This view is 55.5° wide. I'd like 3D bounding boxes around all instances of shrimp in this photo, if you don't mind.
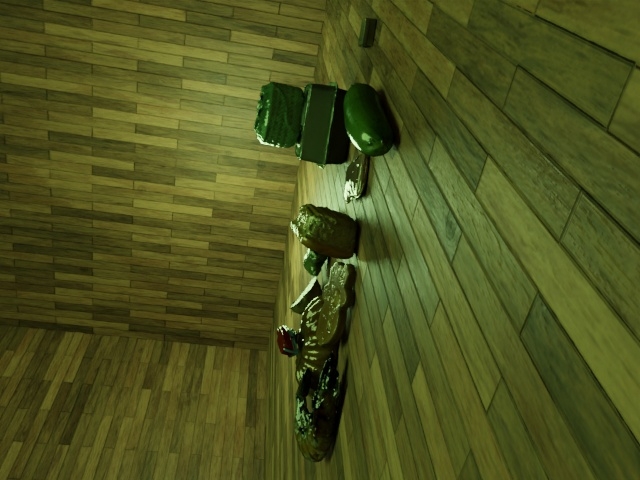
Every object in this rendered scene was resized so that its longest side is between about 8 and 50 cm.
[{"bbox_3d":[-0.019,0.451,1.716,0.233,0.071,0.364,-135,50,-55],"label":"shrimp"}]

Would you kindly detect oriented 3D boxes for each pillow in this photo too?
[{"bbox_3d":[0.101,-0.178,1.753,0.211,0.034,0.135,174,107,-80],"label":"pillow"}]

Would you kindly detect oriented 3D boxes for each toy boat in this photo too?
[{"bbox_3d":[-0.099,0.321,1.930,0.173,0.059,0.069,-135,53,-72],"label":"toy boat"}]

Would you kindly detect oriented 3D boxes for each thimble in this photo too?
[{"bbox_3d":[-0.143,-0.425,2.074,0.219,0.150,0.219,-172,90,-81],"label":"thimble"}]

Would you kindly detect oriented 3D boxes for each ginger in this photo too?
[{"bbox_3d":[0.000,0.003,2.135,0.137,0.089,0.290,-61,-10,-59],"label":"ginger"}]

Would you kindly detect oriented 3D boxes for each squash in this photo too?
[{"bbox_3d":[0.112,-0.306,1.523,0.395,0.107,0.107,-97,16,-56],"label":"squash"}]

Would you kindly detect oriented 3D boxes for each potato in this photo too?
[{"bbox_3d":[-0.020,0.203,2.181,0.172,0.089,0.100,-49,6,-41],"label":"potato"}]

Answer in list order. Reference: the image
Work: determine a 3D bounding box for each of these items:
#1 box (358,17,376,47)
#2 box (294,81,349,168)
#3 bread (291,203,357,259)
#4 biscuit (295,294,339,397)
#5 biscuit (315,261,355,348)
[{"bbox_3d":[0.141,-0.629,1.854,0.079,0.035,0.083,-114,32,-75],"label":"box"},{"bbox_3d":[0.013,-0.396,2.082,0.220,0.166,0.290,-111,29,-74],"label":"box"},{"bbox_3d":[0.012,-0.028,1.748,0.245,0.174,0.121,-127,49,-68],"label":"bread"},{"bbox_3d":[-0.016,0.329,1.906,0.326,0.107,0.325,-171,90,-79],"label":"biscuit"},{"bbox_3d":[0.045,0.182,1.706,0.184,0.035,0.248,-178,102,-70],"label":"biscuit"}]
